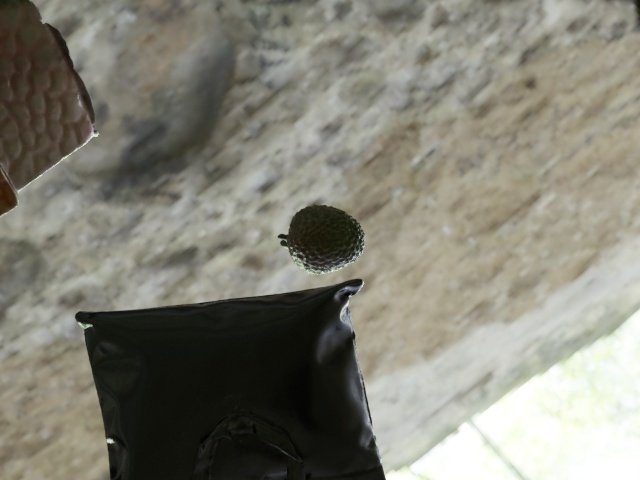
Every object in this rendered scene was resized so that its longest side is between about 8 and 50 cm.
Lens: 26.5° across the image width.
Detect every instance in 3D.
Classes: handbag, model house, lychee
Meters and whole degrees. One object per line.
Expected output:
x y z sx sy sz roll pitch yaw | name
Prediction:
-0.076 0.151 1.184 0.254 0.211 0.089 -7 0 -1 | handbag
-0.410 -0.133 1.408 0.237 0.237 0.202 -44 -54 -35 | model house
0.000 0.000 2.151 0.146 0.114 0.114 2 -15 20 | lychee
